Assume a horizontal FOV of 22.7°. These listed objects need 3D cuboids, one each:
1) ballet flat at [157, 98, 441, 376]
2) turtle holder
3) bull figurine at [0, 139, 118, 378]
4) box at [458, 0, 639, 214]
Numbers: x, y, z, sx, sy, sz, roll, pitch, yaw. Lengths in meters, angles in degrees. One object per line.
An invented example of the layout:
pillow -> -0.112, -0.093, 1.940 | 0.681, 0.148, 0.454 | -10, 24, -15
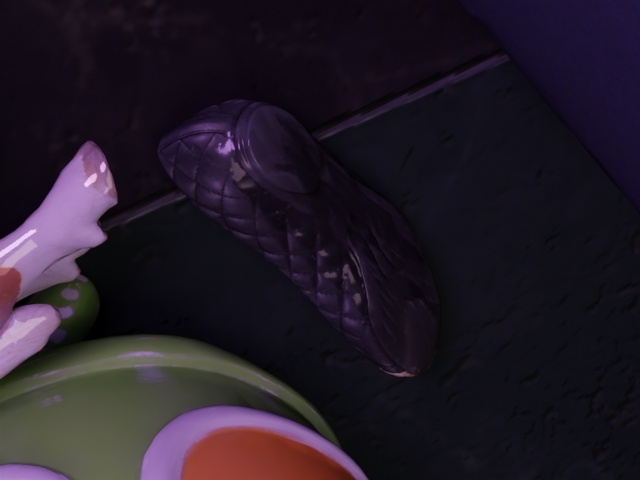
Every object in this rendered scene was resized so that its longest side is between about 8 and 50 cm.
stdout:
ballet flat -> 0.000, 0.000, 0.659 | 0.173, 0.049, 0.057 | 49, 50, -38
turtle holder -> -0.108, 0.192, 0.604 | 0.320, 0.227, 0.243 | -26, 127, -8
bull figurine -> -0.176, -0.062, 0.497 | 0.188, 0.101, 0.310 | -18, 125, -16
box -> 0.256, -0.153, 0.486 | 0.395, 0.293, 0.212 | -31, 148, -5
